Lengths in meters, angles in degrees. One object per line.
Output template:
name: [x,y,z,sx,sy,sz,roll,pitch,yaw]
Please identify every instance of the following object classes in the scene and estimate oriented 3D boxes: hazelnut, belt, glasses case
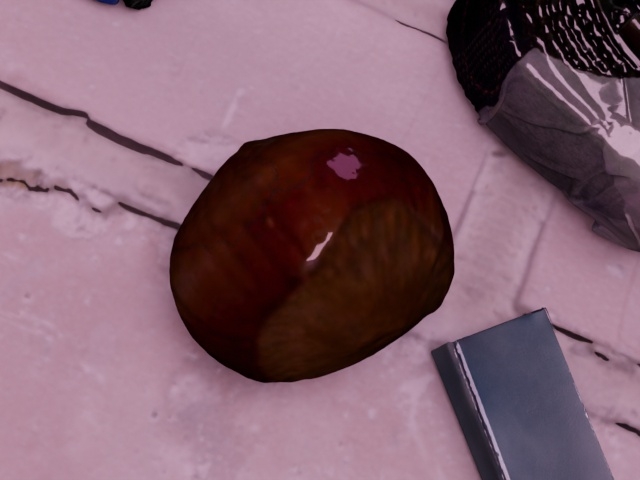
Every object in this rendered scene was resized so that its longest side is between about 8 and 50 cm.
hazelnut: [0.003,0.008,1.239,0.202,0.160,0.170,-11,95,-50]
belt: [0.233,-0.116,1.290,0.289,0.164,0.184,45,67,0]
glasses case: [0.164,0.189,1.284,0.105,0.056,0.266,-17,83,-38]

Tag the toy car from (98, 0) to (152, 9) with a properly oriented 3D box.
toy car: [-0.090,-0.240,1.301,0.216,0.063,0.103,-19,84,-14]
